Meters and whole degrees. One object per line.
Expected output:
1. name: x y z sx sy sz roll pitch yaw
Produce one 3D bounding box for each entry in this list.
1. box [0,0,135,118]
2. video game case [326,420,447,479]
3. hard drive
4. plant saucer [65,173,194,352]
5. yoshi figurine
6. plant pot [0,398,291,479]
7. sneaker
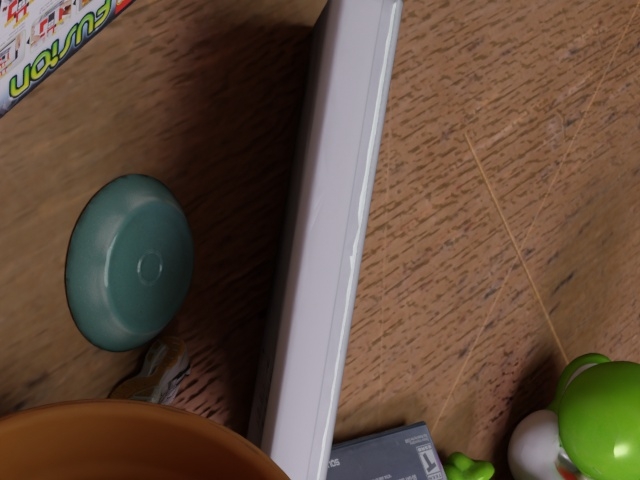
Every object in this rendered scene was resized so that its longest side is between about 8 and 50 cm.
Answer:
1. box: -0.170 -0.134 0.999 0.207 0.036 0.114 -48 163 -38
2. video game case: 0.070 0.285 1.367 0.196 0.026 0.274 -6 72 -54
3. hard drive: -0.005 0.020 1.188 0.233 0.047 0.353 -172 -89 -86
4. plant saucer: -0.118 0.016 1.160 0.119 0.021 0.119 -18 113 -52
5. yoshi figurine: 0.210 0.241 1.528 0.203 0.203 0.362 51 54 -39
6. plant pot: -0.128 0.266 1.012 0.291 0.291 0.203 -54 154 -33
7. sneaker: -0.113 0.104 1.180 0.083 0.032 0.037 -50 144 -28
